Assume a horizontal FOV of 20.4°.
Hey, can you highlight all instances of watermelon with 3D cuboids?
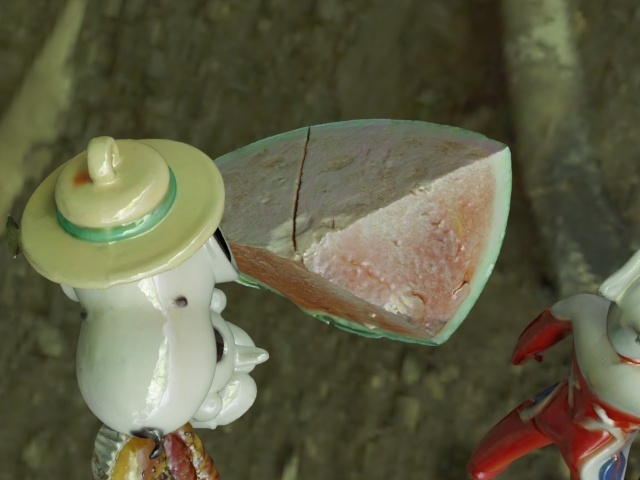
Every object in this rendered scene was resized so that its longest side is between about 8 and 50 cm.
[{"bbox_3d":[0.021,0.014,1.975,0.292,0.319,0.222,17,132,48],"label":"watermelon"}]

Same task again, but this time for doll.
[{"bbox_3d":[0.228,0.129,1.444,0.188,0.099,0.384,53,148,23],"label":"doll"},{"bbox_3d":[-0.115,0.037,1.222,0.271,0.144,0.208,3,-97,-82],"label":"doll"}]

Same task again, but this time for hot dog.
[{"bbox_3d":[-0.108,0.190,1.229,0.053,0.099,0.192,17,131,34],"label":"hot dog"}]
